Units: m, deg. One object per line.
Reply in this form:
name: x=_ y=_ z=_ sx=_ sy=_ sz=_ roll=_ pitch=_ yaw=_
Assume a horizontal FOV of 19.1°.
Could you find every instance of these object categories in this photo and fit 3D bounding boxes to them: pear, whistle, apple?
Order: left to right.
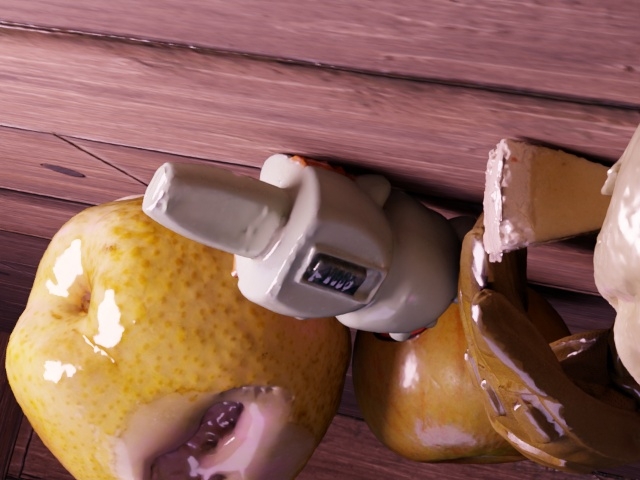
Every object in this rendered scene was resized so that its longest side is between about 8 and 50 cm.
pear: x=-0.110 y=0.085 z=1.461 sx=0.271 sy=0.271 sz=0.271 roll=14 pitch=172 yaw=2
whistle: x=0.000 y=0.002 z=1.229 sx=0.253 sy=0.101 sz=0.106 roll=17 pitch=175 yaw=-31
apple: x=0.114 y=0.098 z=1.509 sx=0.182 sy=0.155 sz=0.182 roll=-3 pitch=166 yaw=-1

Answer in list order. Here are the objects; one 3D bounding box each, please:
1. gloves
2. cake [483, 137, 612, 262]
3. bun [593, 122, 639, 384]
gloves: x=0.177 y=0.086 z=1.273 sx=0.154 sy=0.141 sz=0.331 roll=37 pitch=-169 yaw=36
cake: x=0.149 y=-0.027 z=1.038 sx=0.121 sy=0.065 sz=0.052 roll=-7 pitch=174 yaw=-9
bun: x=0.231 y=0.025 z=0.842 sx=0.244 sy=0.153 sz=0.244 roll=14 pitch=167 yaw=3
